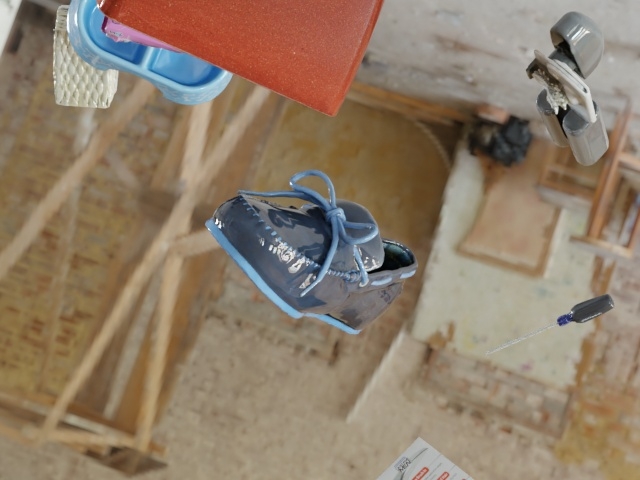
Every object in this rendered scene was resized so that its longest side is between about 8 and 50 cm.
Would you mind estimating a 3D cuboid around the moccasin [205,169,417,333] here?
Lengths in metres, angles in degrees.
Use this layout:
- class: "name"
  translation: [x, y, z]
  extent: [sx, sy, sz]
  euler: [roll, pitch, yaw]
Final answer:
- class: "moccasin"
  translation: [0.000, 0.000, 1.153]
  extent: [0.138, 0.117, 0.342]
  euler: [52, -170, 18]

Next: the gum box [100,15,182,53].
- class: "gum box"
  translation: [-0.201, -0.331, 1.489]
  extent: [0.107, 0.189, 0.062]
  euler: [15, -177, -18]

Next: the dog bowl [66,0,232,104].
- class: "dog bowl"
  translation: [-0.280, -0.340, 1.986]
  extent: [0.297, 0.166, 0.074]
  euler: [23, 177, -12]

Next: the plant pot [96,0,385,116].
- class: "plant pot"
  translation: [-0.058, -0.325, 1.167]
  extent: [0.267, 0.236, 0.267]
  euler: [21, -151, -30]

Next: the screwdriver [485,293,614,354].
- class: "screwdriver"
  translation: [0.273, 0.105, 1.421]
  extent: [0.169, 0.024, 0.025]
  euler: [-26, 177, 18]

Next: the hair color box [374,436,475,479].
- class: "hair color box"
  translation: [0.145, 0.312, 1.340]
  extent: [0.167, 0.093, 0.053]
  euler: [37, 140, 20]

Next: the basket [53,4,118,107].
- class: "basket"
  translation: [-0.429, -0.333, 2.166]
  extent: [0.113, 0.167, 0.103]
  euler: [3, -147, -7]

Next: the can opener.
- class: "can opener"
  translation: [0.281, -0.152, 1.280]
  extent: [0.074, 0.093, 0.280]
  euler: [45, 180, 20]
